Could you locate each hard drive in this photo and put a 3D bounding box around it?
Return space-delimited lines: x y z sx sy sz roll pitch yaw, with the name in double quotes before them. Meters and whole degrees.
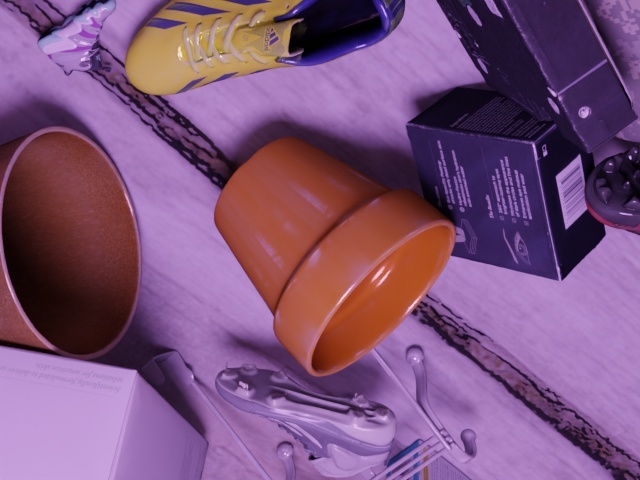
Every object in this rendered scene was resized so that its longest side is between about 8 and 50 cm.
"hard drive" 0.131 -0.251 1.005 0.064 0.237 0.339 -37 116 1

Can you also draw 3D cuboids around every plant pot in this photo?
"plant pot" 0.000 0.000 1.182 0.188 0.205 0.205 44 120 21
"plant pot" -0.359 0.017 1.223 0.254 0.237 0.237 -8 121 23

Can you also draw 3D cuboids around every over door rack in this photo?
"over door rack" -0.006 0.181 1.366 0.239 0.108 0.324 -40 97 23

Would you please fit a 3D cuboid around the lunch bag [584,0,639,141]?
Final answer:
"lunch bag" 0.326 -0.241 1.024 0.256 0.212 0.305 -13 121 33

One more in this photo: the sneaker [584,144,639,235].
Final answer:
"sneaker" 0.364 -0.031 1.171 0.276 0.097 0.135 -5 147 -30

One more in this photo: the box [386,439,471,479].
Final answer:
"box" 0.186 0.361 1.455 0.244 0.100 0.060 41 116 -19

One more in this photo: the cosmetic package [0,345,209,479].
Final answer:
"cosmetic package" -0.257 0.237 1.248 0.197 0.155 0.365 9 160 8

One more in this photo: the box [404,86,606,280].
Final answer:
"box" 0.185 -0.060 1.164 0.158 0.093 0.156 14 131 42

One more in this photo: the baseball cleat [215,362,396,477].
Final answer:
"baseball cleat" -0.022 0.205 1.282 0.206 0.072 0.109 15 120 12

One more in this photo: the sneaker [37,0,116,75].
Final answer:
"sneaker" -0.229 -0.199 1.179 0.098 0.038 0.069 -24 119 27

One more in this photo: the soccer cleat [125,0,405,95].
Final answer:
"soccer cleat" -0.061 -0.200 1.118 0.289 0.121 0.093 -15 119 12
